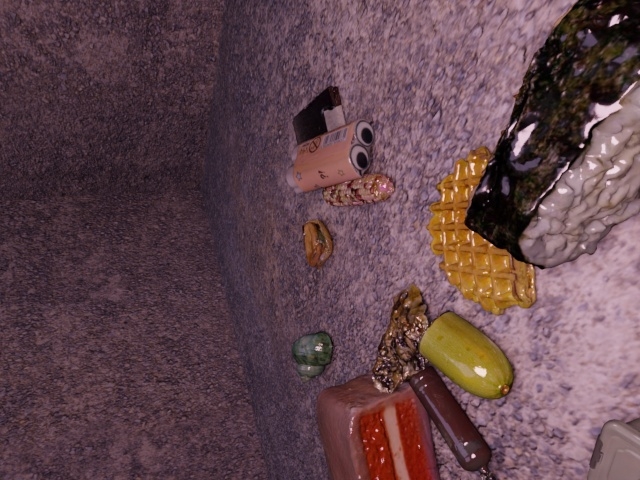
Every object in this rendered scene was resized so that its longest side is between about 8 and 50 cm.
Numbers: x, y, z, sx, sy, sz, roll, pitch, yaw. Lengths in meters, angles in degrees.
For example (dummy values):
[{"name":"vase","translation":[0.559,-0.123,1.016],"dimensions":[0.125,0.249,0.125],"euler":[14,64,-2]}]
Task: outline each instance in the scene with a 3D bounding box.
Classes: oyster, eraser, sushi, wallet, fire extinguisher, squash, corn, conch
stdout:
[{"name":"oyster","translation":[0.191,0.227,0.973],"dimensions":[0.223,0.083,0.214],"euler":[-92,24,-52]},{"name":"eraser","translation":[0.020,-0.240,1.156],"dimensions":[0.290,0.087,0.171],"euler":[-5,65,51]},{"name":"sushi","translation":[0.330,-0.132,0.509],"dimensions":[0.171,0.210,0.350],"euler":[-118,38,-46]},{"name":"wallet","translation":[-0.003,-0.339,1.308],"dimensions":[0.262,0.071,0.221],"euler":[-23,75,57]},{"name":"fire extinguisher","translation":[0.287,0.410,0.872],"dimensions":[0.089,0.072,0.268],"euler":[-57,42,24]},{"name":"squash","translation":[0.290,0.228,0.780],"dimensions":[0.186,0.123,0.123],"euler":[36,128,53]},{"name":"corn","translation":[0.094,-0.140,1.120],"dimensions":[0.280,0.092,0.092],"euler":[8,103,63]},{"name":"conch","translation":[-0.033,0.430,1.499],"dimensions":[0.175,0.122,0.188],"euler":[16,117,37]}]

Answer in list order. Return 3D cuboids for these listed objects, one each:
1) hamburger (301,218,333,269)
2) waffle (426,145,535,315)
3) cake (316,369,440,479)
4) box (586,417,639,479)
[{"name":"hamburger","translation":[0.004,0.002,1.364],"dimensions":[0.102,0.087,0.176],"euler":[-29,62,50]},{"name":"waffle","translation":[0.300,-0.018,0.753],"dimensions":[0.309,0.065,0.283],"euler":[62,148,36]},{"name":"cake","translation":[0.144,0.517,1.024],"dimensions":[0.230,0.236,0.309],"euler":[155,104,-67]},{"name":"box","translation":[0.446,0.307,0.497],"dimensions":[0.172,0.092,0.124],"euler":[34,126,57]}]
